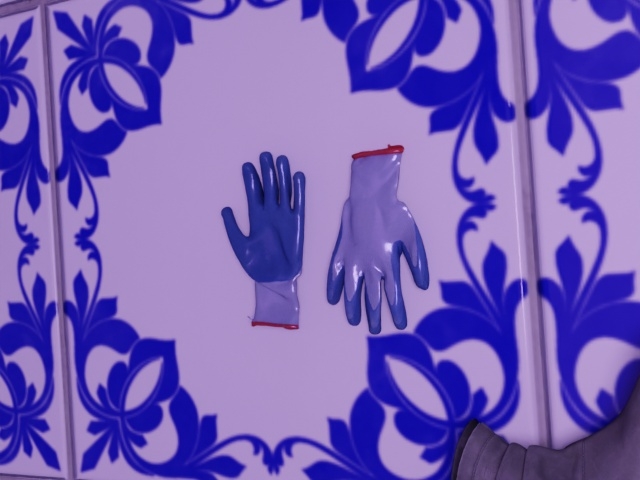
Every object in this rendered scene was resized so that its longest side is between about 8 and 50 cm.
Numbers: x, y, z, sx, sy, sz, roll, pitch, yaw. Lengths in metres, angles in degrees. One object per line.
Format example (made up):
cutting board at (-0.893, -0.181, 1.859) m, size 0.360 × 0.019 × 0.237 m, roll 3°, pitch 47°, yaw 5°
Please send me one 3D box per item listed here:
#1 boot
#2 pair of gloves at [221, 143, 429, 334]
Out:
boot at (0.170, 0.163, 0.697) m, size 0.161 × 0.083 × 0.247 m, roll 19°, pitch 105°, yaw 30°
pair of gloves at (0.000, 0.000, 0.830) m, size 0.198 × 0.023 × 0.159 m, roll -2°, pitch 88°, yaw 29°
